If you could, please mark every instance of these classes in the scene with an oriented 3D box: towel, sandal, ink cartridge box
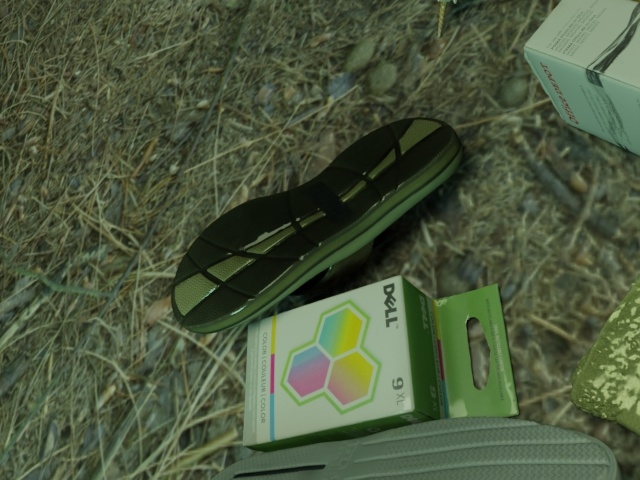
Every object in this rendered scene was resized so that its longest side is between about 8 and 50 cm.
[{"bbox_3d":[0.239,0.066,0.444,0.110,0.027,0.148,30,84,42],"label":"towel"},{"bbox_3d":[0.002,0.000,0.631,0.302,0.086,0.120,-30,43,1],"label":"sandal"},{"bbox_3d":[0.233,-0.107,0.491,0.063,0.109,0.150,-51,46,3],"label":"ink cartridge box"},{"bbox_3d":[0.039,0.099,0.552,0.209,0.062,0.109,-19,55,27],"label":"ink cartridge box"}]

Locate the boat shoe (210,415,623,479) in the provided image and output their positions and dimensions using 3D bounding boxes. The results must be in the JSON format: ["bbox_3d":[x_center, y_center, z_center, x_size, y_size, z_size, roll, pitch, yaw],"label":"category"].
[{"bbox_3d":[0.054,0.190,0.476,0.302,0.109,0.094,-14,101,31],"label":"boat shoe"}]

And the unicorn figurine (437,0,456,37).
[{"bbox_3d":[0.150,-0.303,0.701,0.162,0.060,0.111,-36,48,15],"label":"unicorn figurine"}]

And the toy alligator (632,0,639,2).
[{"bbox_3d":[0.253,-0.241,0.593,0.056,0.051,0.190,-44,47,7],"label":"toy alligator"}]
